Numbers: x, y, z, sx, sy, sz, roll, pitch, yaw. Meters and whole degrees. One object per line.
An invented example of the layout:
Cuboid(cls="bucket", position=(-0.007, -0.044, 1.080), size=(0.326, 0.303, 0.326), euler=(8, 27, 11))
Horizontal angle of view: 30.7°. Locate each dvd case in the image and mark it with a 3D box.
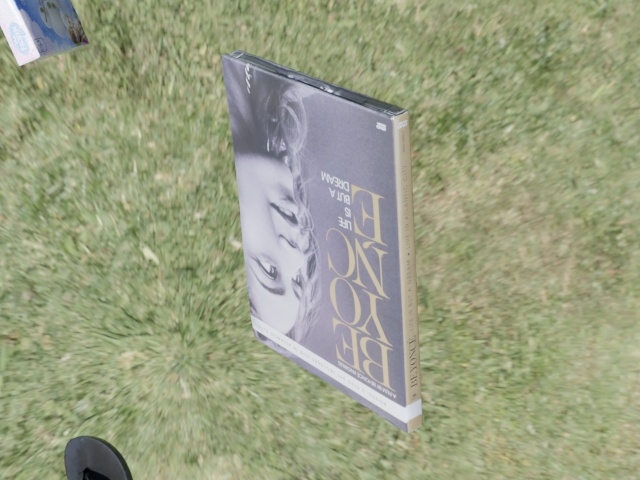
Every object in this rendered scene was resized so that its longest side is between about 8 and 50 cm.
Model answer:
Cuboid(cls="dvd case", position=(0.000, 0.000, 0.753), size=(0.018, 0.165, 0.221), euler=(-26, 125, -32))

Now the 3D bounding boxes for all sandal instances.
Cuboid(cls="sandal", position=(-0.187, 0.249, 0.996), size=(0.067, 0.040, 0.179), euler=(-31, 66, 29))

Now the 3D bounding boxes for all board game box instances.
Cuboid(cls="board game box", position=(-0.205, -0.173, 0.822), size=(0.020, 0.090, 0.090), euler=(-20, 101, 17))
